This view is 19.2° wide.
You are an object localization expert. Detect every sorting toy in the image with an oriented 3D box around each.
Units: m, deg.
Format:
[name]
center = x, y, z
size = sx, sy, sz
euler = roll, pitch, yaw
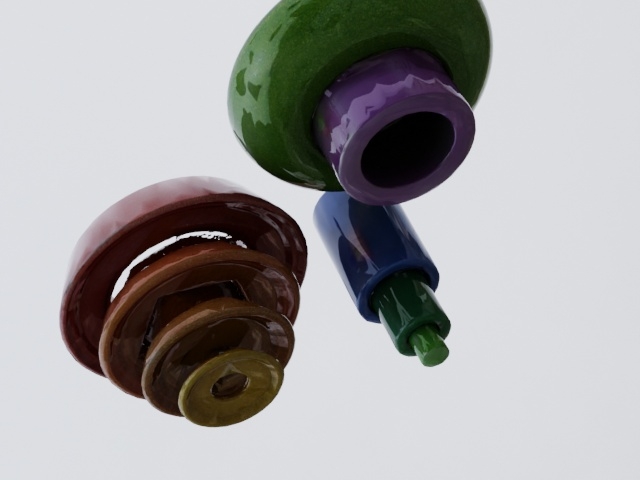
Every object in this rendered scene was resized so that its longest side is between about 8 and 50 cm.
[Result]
[sorting toy]
center = 0.000, 0.000, 0.342
size = 0.102, 0.042, 0.061
euler = -45, -42, 19
